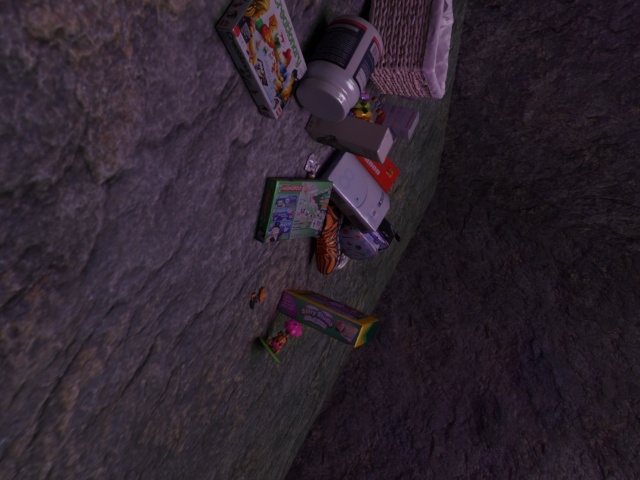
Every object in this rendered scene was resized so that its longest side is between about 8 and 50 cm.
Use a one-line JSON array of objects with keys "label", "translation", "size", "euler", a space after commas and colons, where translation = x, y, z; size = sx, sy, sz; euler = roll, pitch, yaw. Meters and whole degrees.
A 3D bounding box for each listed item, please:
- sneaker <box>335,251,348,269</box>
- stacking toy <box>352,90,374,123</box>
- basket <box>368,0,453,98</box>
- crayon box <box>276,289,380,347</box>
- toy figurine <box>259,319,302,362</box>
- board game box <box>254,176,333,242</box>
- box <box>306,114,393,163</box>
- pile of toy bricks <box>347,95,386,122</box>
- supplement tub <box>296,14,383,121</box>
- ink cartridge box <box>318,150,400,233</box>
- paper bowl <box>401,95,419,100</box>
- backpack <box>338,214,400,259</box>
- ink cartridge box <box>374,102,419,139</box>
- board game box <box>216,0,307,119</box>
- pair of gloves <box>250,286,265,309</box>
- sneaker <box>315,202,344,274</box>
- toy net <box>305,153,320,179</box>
[{"label": "sneaker", "translation": [0.098, 0.037, 2.102], "size": [0.092, 0.088, 0.225], "euler": [50, 56, -58]}, {"label": "stacking toy", "translation": [0.127, -0.503, 1.603], "size": [0.166, 0.175, 0.301], "euler": [-22, 116, -55]}, {"label": "basket", "translation": [0.337, -0.734, 1.596], "size": [0.328, 0.267, 0.330], "euler": [-2, 99, -69]}, {"label": "crayon box", "translation": [0.042, 0.326, 1.830], "size": [0.313, 0.363, 0.106], "euler": [16, 94, -69]}, {"label": "toy figurine", "translation": [-0.144, 0.389, 1.716], "size": [0.159, 0.130, 0.173], "euler": [-39, 174, -10]}, {"label": "board game box", "translation": [-0.083, -0.110, 1.487], "size": [0.317, 0.046, 0.213], "euler": [-9, 117, -54]}, {"label": "box", "translation": [0.099, -0.359, 1.448], "size": [0.094, 0.275, 0.113], "euler": [-65, 158, -3]}, {"label": "pile of toy bricks", "translation": [0.128, -0.476, 1.477], "size": [0.118, 0.212, 0.105], "euler": [-41, 167, 20]}, {"label": "supplement tub", "translation": [0.059, -0.527, 1.314], "size": [0.272, 0.191, 0.191], "euler": [-63, 158, -13]}, {"label": "ink cartridge box", "translation": [0.193, -0.269, 1.780], "size": [0.308, 0.091, 0.385], "euler": [45, 62, -22]}, {"label": "paper bowl", "translation": [0.402, -0.778, 1.884], "size": [0.284, 0.148, 0.284], "euler": [-163, -90, -86]}, {"label": "backpack", "translation": [0.175, -0.033, 1.944], "size": [0.213, 0.276, 0.263], "euler": [-46, -167, -31]}, {"label": "ink cartridge box", "translation": [0.365, -0.566, 2.031], "size": [0.127, 0.175, 0.072], "euler": [-62, 158, -15]}, {"label": "board game box", "translation": [-0.134, -0.481, 1.083], "size": [0.192, 0.053, 0.305], "euler": [-63, 158, -15]}, {"label": "pair of gloves", "translation": [-0.229, 0.211, 1.560], "size": [0.083, 0.010, 0.074], "euler": [-36, 142, -53]}, {"label": "sneaker", "translation": [0.000, 0.000, 1.794], "size": [0.180, 0.125, 0.320], "euler": [-16, 114, -59]}, {"label": "toy net", "translation": [-0.025, -0.213, 1.606], "size": [0.122, 0.045, 0.232], "euler": [-34, 140, -55]}]
